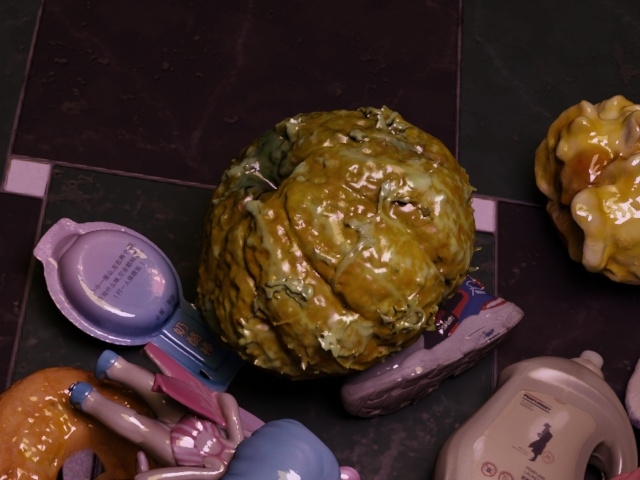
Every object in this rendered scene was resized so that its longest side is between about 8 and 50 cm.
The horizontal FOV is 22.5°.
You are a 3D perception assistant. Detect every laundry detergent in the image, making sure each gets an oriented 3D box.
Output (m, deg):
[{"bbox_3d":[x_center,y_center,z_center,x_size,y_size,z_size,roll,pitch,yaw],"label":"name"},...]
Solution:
[{"bbox_3d":[0.227,0.211,1.618,0.181,0.091,0.253,33,56,5],"label":"laundry detergent"}]

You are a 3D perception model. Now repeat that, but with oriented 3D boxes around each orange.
[{"bbox_3d":[0.000,0.000,1.593,0.223,0.300,0.301,51,60,-30],"label":"orange"}]

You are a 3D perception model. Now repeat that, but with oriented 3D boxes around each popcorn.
[{"bbox_3d":[0.334,-0.058,1.761,0.217,0.181,0.235,-18,60,-21],"label":"popcorn"}]

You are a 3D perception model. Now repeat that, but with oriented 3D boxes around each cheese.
[{"bbox_3d":[-0.182,0.065,1.646,0.245,0.052,0.135,36,54,-1],"label":"cheese"}]

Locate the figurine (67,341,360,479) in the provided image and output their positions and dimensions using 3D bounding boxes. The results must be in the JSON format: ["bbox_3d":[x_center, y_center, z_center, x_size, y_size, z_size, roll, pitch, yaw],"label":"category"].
[{"bbox_3d":[-0.108,0.188,1.384,0.260,0.103,0.205,30,49,13],"label":"figurine"}]

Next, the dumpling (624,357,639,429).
[{"bbox_3d":[0.429,0.171,1.669,0.227,0.243,0.175,-7,101,0],"label":"dumpling"}]

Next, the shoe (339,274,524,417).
[{"bbox_3d":[0.099,0.089,1.660,0.228,0.099,0.125,-24,73,-31],"label":"shoe"}]

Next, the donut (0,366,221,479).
[{"bbox_3d":[-0.208,0.264,1.452,0.299,0.150,0.317,-21,65,-31],"label":"donut"}]

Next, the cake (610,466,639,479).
[{"bbox_3d":[0.346,0.340,1.400,0.314,0.307,0.293,-39,89,-32],"label":"cake"}]
